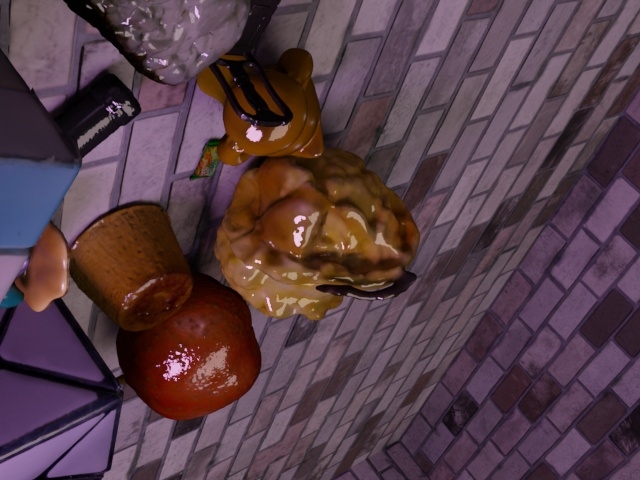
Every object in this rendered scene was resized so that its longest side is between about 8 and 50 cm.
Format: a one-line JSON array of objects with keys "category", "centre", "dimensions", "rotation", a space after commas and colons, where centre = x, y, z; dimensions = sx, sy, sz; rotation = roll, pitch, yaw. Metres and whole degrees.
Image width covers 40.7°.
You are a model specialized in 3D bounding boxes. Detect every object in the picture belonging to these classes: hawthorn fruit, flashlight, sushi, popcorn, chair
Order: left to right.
[{"category": "flashlight", "centre": [-0.353, -0.136, 1.183], "dimensions": [0.232, 0.093, 0.093], "rotation": [-42, 155, -9]}, {"category": "sushi", "centre": [-0.194, -0.332, 0.945], "dimensions": [0.234, 0.207, 0.348], "rotation": [-44, 159, -8]}, {"category": "hawthorn fruit", "centre": [-0.262, 0.208, 1.648], "dimensions": [0.300, 0.275, 0.275], "rotation": [-26, 153, -2]}, {"category": "chair", "centre": [-0.101, -0.268, 1.138], "dimensions": [0.106, 0.229, 0.113], "rotation": [-10, 144, -47]}, {"category": "popcorn", "centre": [0.000, 0.000, 1.563], "dimensions": [0.349, 0.382, 0.349], "rotation": [-34, 141, -33]}]

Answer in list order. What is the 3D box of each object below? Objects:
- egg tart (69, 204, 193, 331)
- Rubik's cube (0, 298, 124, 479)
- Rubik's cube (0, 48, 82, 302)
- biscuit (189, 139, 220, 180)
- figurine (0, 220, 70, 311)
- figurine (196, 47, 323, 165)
[{"category": "egg tart", "centre": [-0.307, 0.052, 1.461], "dimensions": [0.203, 0.147, 0.202], "rotation": [-33, 152, -20]}, {"category": "Rubik's cube", "centre": [-0.521, 0.261, 1.342], "dimensions": [0.310, 0.305, 0.307], "rotation": [-24, 153, -35]}, {"category": "Rubik's cube", "centre": [-0.498, -0.065, 0.789], "dimensions": [0.347, 0.347, 0.344], "rotation": [3, 130, -54]}, {"category": "biscuit", "centre": [-0.189, -0.136, 1.469], "dimensions": [0.046, 0.016, 0.089], "rotation": [-13, 143, -43]}, {"category": "figurine", "centre": [-0.489, 0.056, 1.169], "dimensions": [0.257, 0.181, 0.208], "rotation": [-11, 119, -46]}, {"category": "figurine", "centre": [-0.078, -0.201, 1.307], "dimensions": [0.215, 0.215, 0.228], "rotation": [-46, 156, 11]}]
